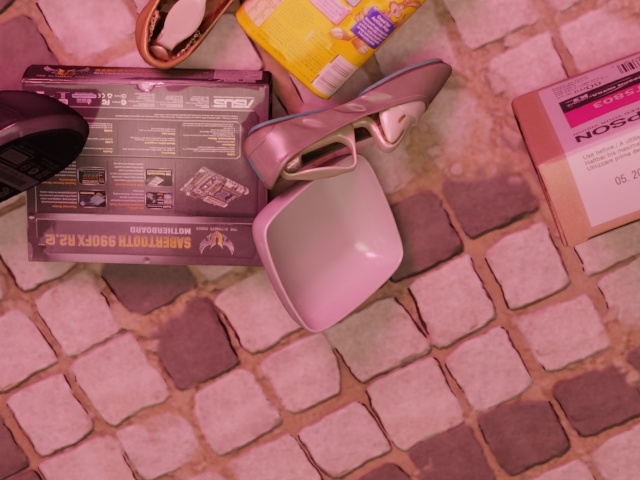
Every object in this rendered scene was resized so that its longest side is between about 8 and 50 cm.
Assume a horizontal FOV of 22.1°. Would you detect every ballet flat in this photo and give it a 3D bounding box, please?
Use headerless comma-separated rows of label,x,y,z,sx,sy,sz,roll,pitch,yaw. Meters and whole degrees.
ballet flat,-0.087,-0.246,1.470,0.080,0.073,0.232,31,107,-12
ballet flat,0.034,-0.100,1.501,0.213,0.072,0.068,-21,73,-14

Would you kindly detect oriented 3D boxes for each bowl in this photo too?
bowl,0.000,0.000,1.547,0.142,0.053,0.142,-40,123,-26

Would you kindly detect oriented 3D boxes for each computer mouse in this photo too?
computer mouse,-0.337,-0.066,1.456,0.272,0.188,0.072,-27,70,7

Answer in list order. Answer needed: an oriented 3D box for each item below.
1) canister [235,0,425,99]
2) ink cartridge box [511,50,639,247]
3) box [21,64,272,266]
canister,0.022,-0.226,1.480,0.126,0.073,0.170,41,107,-14
ink cartridge box,0.301,-0.103,1.464,0.235,0.193,0.088,-21,110,7
box,-0.161,-0.070,1.546,0.231,0.056,0.183,1,112,-1
